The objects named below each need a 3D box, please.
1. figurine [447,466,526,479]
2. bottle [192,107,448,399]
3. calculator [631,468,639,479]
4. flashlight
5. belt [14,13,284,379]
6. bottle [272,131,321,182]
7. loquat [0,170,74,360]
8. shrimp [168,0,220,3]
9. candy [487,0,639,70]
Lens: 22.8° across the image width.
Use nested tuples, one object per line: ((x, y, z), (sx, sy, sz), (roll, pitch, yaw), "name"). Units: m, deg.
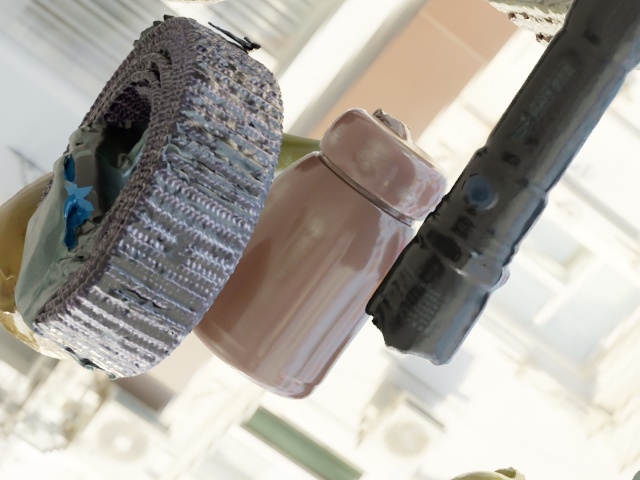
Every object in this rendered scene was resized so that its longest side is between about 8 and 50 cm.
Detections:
((0.165, 0.439, 1.955), (0.340, 0.231, 0.323), (-63, 176, 1), "figurine")
((0.000, 0.000, 1.671), (0.297, 0.173, 0.206), (-55, -168, 10), "bottle")
((0.404, 0.183, 1.648), (0.295, 0.042, 0.184), (-57, -170, 30), "calculator")
((0.188, -0.073, 1.462), (0.424, 0.103, 0.103), (-57, -167, 15), "flashlight")
((-0.135, -0.034, 1.232), (0.260, 0.122, 0.325), (-48, -155, 24), "belt")
((-0.071, -0.112, 2.103), (0.269, 0.083, 0.083), (0, -133, 30), "bottle")
((-0.228, 0.022, 1.537), (0.176, 0.187, 0.234), (-32, -179, 34), "loquat")
((0.018, -0.367, 1.833), (0.445, 0.085, 0.272), (-22, 171, 25), "shrimp")
((0.331, -0.303, 1.814), (0.179, 0.135, 0.320), (-56, -162, 2), "candy")
